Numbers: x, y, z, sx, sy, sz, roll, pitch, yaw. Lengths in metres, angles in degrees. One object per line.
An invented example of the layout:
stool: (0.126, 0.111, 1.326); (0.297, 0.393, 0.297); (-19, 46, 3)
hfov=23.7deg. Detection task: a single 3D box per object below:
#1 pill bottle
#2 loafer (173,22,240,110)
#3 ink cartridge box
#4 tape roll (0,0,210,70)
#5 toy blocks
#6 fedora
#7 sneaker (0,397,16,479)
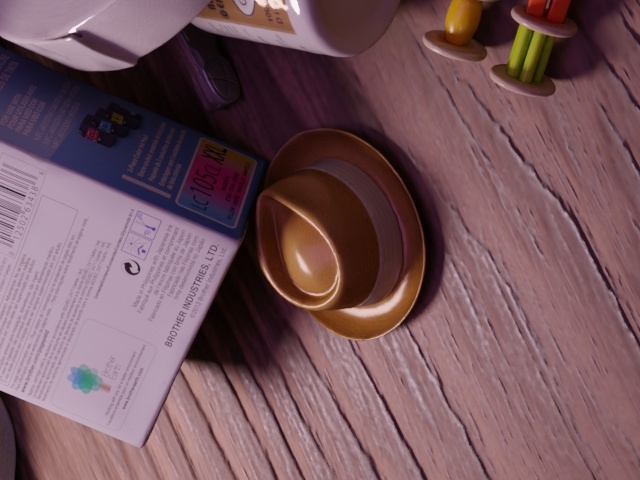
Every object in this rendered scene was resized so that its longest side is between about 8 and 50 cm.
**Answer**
pill bottle: (-0.054, -0.232, 1.269); (0.229, 0.131, 0.131); (16, 111, 39)
loafer: (-0.116, -0.178, 1.401); (0.039, 0.045, 0.125); (-26, 87, 49)
ink cartridge box: (-0.284, -0.016, 1.386); (0.395, 0.151, 0.270); (22, 122, -8)
tape roll: (-0.158, -0.330, 1.262); (0.392, 0.072, 0.392); (-21, 59, 40)
toy blocks: (0.147, -0.199, 1.152); (0.123, 0.054, 0.148); (32, 120, 32)
fedora: (0.000, 0.000, 1.319); (0.194, 0.079, 0.194); (12, 109, 40)
sneaker: (-0.424, 0.283, 1.753); (0.146, 0.104, 0.296); (-1, 105, 37)
